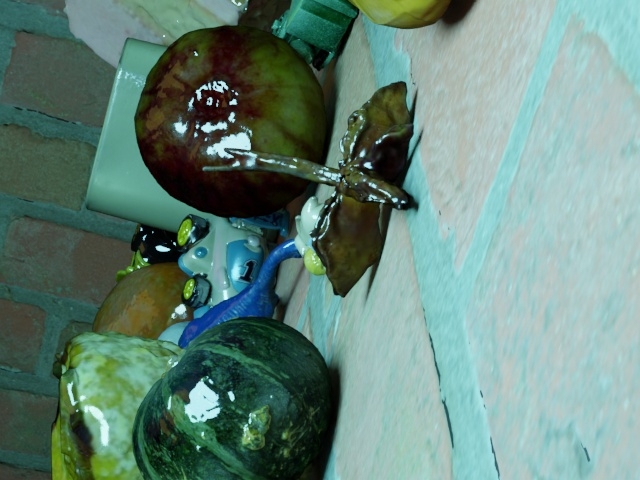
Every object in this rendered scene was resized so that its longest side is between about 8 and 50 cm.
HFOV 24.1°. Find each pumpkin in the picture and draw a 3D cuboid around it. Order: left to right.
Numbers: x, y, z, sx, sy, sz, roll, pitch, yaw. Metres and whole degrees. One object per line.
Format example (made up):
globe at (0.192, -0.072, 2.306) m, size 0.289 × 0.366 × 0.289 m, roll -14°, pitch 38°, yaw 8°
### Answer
pumpkin at (-0.069, 0.146, 1.212) m, size 0.190 × 0.146 × 0.190 m, roll -50°, pitch -10°, yaw -13°

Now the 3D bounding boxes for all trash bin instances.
trash bin at (-0.155, -0.118, 1.915) m, size 0.121 × 0.247 × 0.243 m, roll -109°, pitch 33°, yaw -79°

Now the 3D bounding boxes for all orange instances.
orange at (-0.171, 0.237, 1.538) m, size 0.369 × 0.210 × 0.271 m, roll 121°, pitch 144°, yaw -64°

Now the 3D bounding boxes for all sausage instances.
sausage at (0.058, -0.225, 1.144) m, size 0.328 × 0.112 × 0.112 m, roll -106°, pitch 31°, yaw -70°

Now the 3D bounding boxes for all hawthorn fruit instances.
hawthorn fruit at (-0.175, 0.111, 1.887) m, size 0.251 × 0.199 × 0.199 m, roll -47°, pitch 28°, yaw 52°

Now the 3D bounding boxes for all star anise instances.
star anise at (-0.003, -0.056, 1.145) m, size 0.140 × 0.144 × 0.158 m, roll 123°, pitch 161°, yaw -44°

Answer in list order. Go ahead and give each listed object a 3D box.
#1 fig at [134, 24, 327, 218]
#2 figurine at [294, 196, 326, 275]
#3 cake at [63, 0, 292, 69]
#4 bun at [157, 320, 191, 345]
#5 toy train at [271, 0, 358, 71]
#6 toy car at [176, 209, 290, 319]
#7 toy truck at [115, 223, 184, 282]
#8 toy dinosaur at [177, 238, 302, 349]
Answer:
fig at (-0.067, -0.120, 1.706) m, size 0.321 × 0.217 × 0.217 m, roll 17°, pitch -94°, yaw -69°
figurine at (0.000, 0.000, 1.369) m, size 0.083 × 0.047 × 0.050 m, roll 107°, pitch 162°, yaw -53°
cake at (-0.161, -0.394, 2.053) m, size 0.314 × 0.293 × 0.307 m, roll -46°, pitch -15°, yaw -43°
bun at (-0.129, 0.152, 1.747) m, size 0.083 × 0.141 × 0.141 m, roll -35°, pitch 27°, yaw 23°
toy train at (0.004, -0.292, 1.734) m, size 0.132 × 0.083 × 0.200 m, roll -52°, pitch 23°, yaw 45°
toy car at (-0.098, 0.029, 1.750) m, size 0.098 × 0.126 × 0.161 m, roll -47°, pitch 32°, yaw 42°
toy truck at (-0.180, -0.073, 2.248) m, size 0.254 × 0.180 × 0.405 m, roll 119°, pitch 164°, yaw -55°
toy dinosaur at (-0.113, 0.084, 1.612) m, size 0.188 × 0.247 × 0.075 m, roll 72°, pitch 174°, yaw -67°
